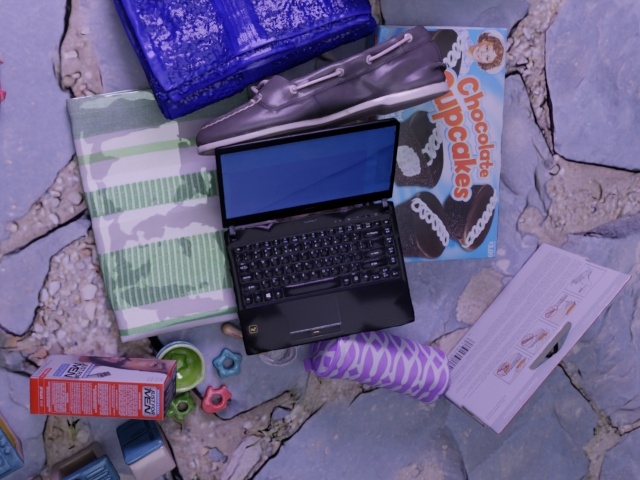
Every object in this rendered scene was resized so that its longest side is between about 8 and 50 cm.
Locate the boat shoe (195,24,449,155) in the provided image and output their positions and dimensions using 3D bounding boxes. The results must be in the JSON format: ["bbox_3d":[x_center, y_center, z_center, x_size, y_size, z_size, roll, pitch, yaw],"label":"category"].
[{"bbox_3d":[-0.003,-0.187,1.293,0.335,0.112,0.096,-16,88,-8],"label":"boat shoe"}]

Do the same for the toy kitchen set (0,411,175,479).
[{"bbox_3d":[-0.320,0.255,1.303,0.207,0.122,0.166,-30,108,-10],"label":"toy kitchen set"}]

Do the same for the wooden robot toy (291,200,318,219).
[{"bbox_3d":[0.010,-0.102,1.377,0.076,0.079,0.173,4,128,-49],"label":"wooden robot toy"}]

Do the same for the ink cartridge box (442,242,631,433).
[{"bbox_3d":[0.295,0.140,1.413,0.060,0.239,0.275,42,86,-20],"label":"ink cartridge box"}]

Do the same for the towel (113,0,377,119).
[{"bbox_3d":[-0.097,-0.310,1.274,0.308,0.076,0.228,-25,98,-14],"label":"towel"}]

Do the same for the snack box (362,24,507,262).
[{"bbox_3d":[0.156,-0.133,1.412,0.187,0.060,0.322,-3,101,-16],"label":"snack box"}]

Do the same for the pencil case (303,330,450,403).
[{"bbox_3d":[0.081,0.174,1.427,0.206,0.086,0.088,17,124,-24],"label":"pencil case"}]

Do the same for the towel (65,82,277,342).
[{"bbox_3d":[-0.177,-0.043,1.337,0.247,0.038,0.325,-12,104,-14],"label":"towel"}]

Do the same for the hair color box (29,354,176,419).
[{"bbox_3d":[-0.273,0.185,1.295,0.167,0.093,0.053,3,102,1],"label":"hair color box"}]

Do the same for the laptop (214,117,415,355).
[{"bbox_3d":[0.000,0.000,1.294,0.234,0.136,0.264,-10,90,-8],"label":"laptop"}]

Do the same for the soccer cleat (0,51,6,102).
[{"bbox_3d":[-0.447,-0.248,1.201,0.095,0.083,0.248,-9,110,14],"label":"soccer cleat"}]

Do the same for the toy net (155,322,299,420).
[{"bbox_3d":[-0.109,0.169,1.395,0.232,0.045,0.122,-16,104,-14],"label":"toy net"}]
